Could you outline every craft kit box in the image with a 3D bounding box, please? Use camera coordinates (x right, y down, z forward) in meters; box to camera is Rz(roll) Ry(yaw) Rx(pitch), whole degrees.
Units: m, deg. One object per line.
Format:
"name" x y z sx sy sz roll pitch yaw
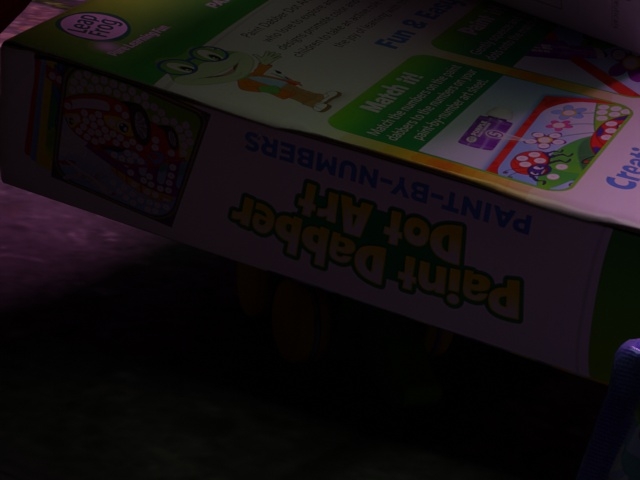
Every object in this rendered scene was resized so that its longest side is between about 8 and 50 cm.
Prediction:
"craft kit box" 0.062 -0.052 0.537 0.247 0.061 0.250 21 31 19

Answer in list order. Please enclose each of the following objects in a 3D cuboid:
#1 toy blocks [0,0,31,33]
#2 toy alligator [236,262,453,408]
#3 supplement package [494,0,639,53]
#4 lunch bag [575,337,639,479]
"toy blocks" -0.126 -0.142 0.492 0.191 0.381 0.261 44 28 3
"toy alligator" 0.000 0.000 0.553 0.056 0.051 0.190 0 20 -21
"supplement package" 0.131 -0.227 0.543 0.145 0.204 0.262 26 50 33
"lunch bag" 0.141 0.071 0.336 0.129 0.096 0.151 28 18 36
